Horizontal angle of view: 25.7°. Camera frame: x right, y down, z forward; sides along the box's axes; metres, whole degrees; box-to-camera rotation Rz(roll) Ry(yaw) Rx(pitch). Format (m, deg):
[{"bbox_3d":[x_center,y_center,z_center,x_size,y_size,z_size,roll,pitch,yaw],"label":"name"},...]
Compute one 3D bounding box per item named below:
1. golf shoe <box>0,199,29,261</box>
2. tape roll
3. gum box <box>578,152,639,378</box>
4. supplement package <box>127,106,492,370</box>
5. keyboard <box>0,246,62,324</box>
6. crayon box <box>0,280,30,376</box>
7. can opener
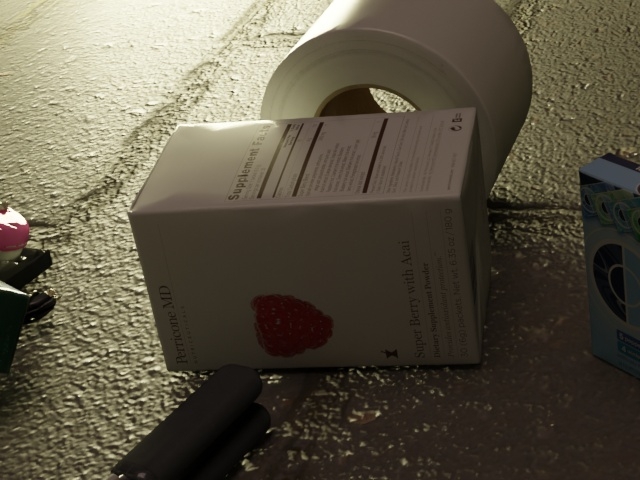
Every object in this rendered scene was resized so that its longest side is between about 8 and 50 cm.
[{"bbox_3d":[-0.448,0.005,1.458,0.306,0.140,0.115,8,14,12],"label":"golf shoe"},{"bbox_3d":[0.080,-0.135,1.427,0.246,0.246,0.169,2,31,20],"label":"tape roll"},{"bbox_3d":[0.281,0.038,1.122,0.041,0.184,0.157,-26,34,-27],"label":"gum box"},{"bbox_3d":[0.000,0.000,1.282,0.292,0.178,0.175,-3,31,13],"label":"supplement package"},{"bbox_3d":[-0.382,0.094,1.386,0.201,0.033,0.317,6,34,36],"label":"keyboard"},{"bbox_3d":[-0.443,0.033,1.209,0.323,0.083,0.203,13,4,-42],"label":"crayon box"},{"bbox_3d":[-0.144,0.191,1.099,0.093,0.074,0.280,13,36,35],"label":"can opener"}]
